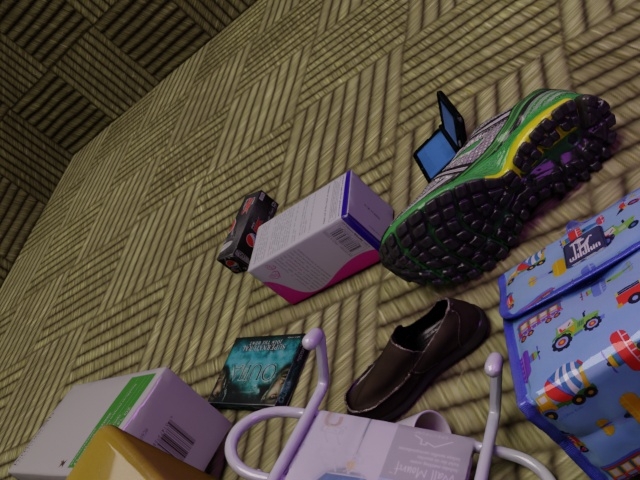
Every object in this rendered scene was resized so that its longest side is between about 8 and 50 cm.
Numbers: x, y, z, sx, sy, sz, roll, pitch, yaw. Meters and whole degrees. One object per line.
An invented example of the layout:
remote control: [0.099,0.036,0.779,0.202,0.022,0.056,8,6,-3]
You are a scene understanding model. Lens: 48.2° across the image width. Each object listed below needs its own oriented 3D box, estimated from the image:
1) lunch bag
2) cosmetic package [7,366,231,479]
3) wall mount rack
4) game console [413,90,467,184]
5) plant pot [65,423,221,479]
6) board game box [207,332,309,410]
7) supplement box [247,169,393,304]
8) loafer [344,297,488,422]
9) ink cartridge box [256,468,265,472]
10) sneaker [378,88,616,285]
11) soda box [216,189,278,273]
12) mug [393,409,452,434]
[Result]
lunch bag: [0.300,0.056,0.713,0.221,0.138,0.293,-39,19,21]
cosmetic package: [-0.333,0.338,1.157,0.365,0.155,0.197,-19,31,46]
wall mount rack: [0.043,0.207,0.667,0.350,0.130,0.304,5,29,20]
game console: [0.187,-0.166,1.153,0.071,0.107,0.122,-17,34,0]
plant pot: [-0.145,0.335,0.676,0.187,0.212,0.212,14,67,44]
board game box: [-0.100,0.213,1.153,0.186,0.026,0.126,-13,45,47]
supplement box: [0.000,0.000,1.173,0.220,0.111,0.114,-30,35,32]
loafer: [0.104,0.143,0.898,0.220,0.078,0.080,-44,30,10]
ink cartridge box: [-0.097,0.434,0.803,0.273,0.114,0.197,-48,30,4]
sneaker: [0.221,-0.070,0.959,0.343,0.134,0.146,-38,24,4]
soda box: [-0.147,-0.018,1.457,0.060,0.053,0.169,-17,42,44]
mug: [0.104,0.235,0.815,0.064,0.062,0.078,-27,25,48]
